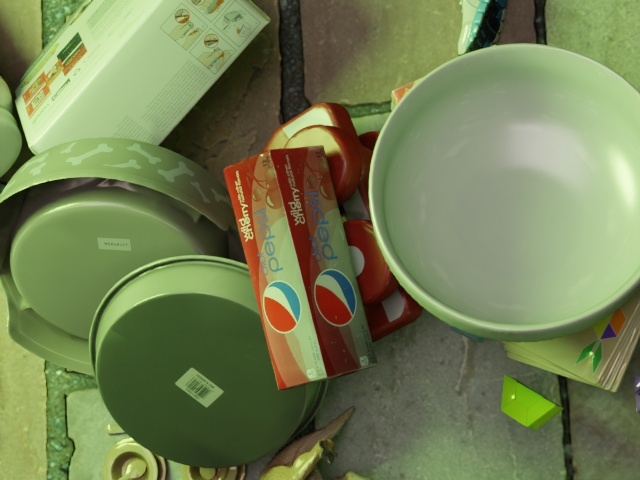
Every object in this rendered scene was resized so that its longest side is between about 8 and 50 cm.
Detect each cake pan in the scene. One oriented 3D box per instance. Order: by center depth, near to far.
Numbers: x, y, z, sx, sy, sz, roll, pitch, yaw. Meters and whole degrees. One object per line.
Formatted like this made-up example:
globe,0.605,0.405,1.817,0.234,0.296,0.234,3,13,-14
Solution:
cake pan,-0.137,0.156,1.794,0.293,0.054,0.293,4,120,6

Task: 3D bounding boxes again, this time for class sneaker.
sneaker,0.191,-0.314,1.875,0.083,0.071,0.190,12,78,23

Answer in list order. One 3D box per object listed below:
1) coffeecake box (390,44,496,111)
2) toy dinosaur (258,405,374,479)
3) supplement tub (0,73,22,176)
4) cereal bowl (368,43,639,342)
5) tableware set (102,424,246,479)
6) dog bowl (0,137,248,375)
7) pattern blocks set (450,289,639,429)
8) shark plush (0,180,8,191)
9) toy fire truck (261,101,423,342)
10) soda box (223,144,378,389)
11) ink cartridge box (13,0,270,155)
coffeecake box,0.188,-0.121,1.827,0.142,0.068,0.185,-25,77,-5
toy dinosaur,-0.036,0.341,1.832,0.200,0.127,0.295,-18,60,45
supplement tub,-0.519,-0.207,1.972,0.191,0.191,0.272,-35,65,9
cereal bowl,0.222,-0.040,1.689,0.339,0.141,0.338,-1,70,3
tableware set,-0.191,0.290,1.916,0.194,0.039,0.128,-5,82,15
dog bowl,-0.245,0.020,1.830,0.349,0.348,0.102,-10,43,14
pattern blocks set,0.297,0.084,1.731,0.285,0.026,0.325,-56,41,5
shark plush,-0.502,-0.076,2.059,0.161,0.073,0.067,-1,103,-5
toy fire truck,0.000,0.000,1.847,0.254,0.169,0.302,-31,74,29
soda box,-0.023,0.029,1.705,0.083,0.092,0.263,-20,82,44
ink cartridge box,-0.239,-0.236,1.922,0.130,0.272,0.309,39,97,-27
